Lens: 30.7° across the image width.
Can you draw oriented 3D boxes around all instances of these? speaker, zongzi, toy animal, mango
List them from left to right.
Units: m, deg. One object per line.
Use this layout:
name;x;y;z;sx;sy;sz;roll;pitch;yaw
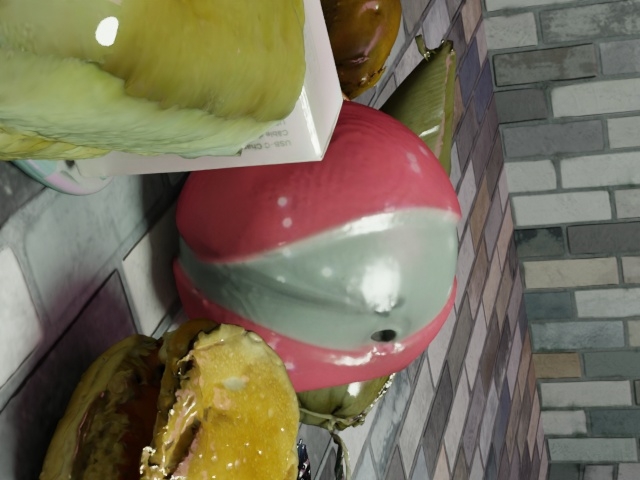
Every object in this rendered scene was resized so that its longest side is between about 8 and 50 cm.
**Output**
toy animal;-0.005;0.356;1.454;0.108;0.062;0.220;-96;174;-67
speaker;0.000;0.000;1.147;0.294;0.294;0.294;-4;90;-71
mango;0.034;-0.291;1.560;0.156;0.151;0.249;41;44;-31
zongzi;0.046;0.039;1.327;0.447;0.181;0.418;-71;180;-47

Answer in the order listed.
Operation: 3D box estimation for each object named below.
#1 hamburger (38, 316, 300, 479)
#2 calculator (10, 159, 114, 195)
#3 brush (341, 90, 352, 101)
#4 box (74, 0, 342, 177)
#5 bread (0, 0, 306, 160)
hamburger;-0.124;0.188;0.960;0.244;0.163;0.244;13;76;-63
calculator;-0.223;-0.147;0.907;0.299;0.041;0.185;55;36;-61
brush;0.003;-0.153;1.211;0.314;0.017;0.090;44;74;-35
box;-0.111;-0.175;0.854;0.106;0.203;0.252;-72;152;-52
bread;-0.200;-0.146;0.591;0.341;0.300;0.210;0;85;-67
